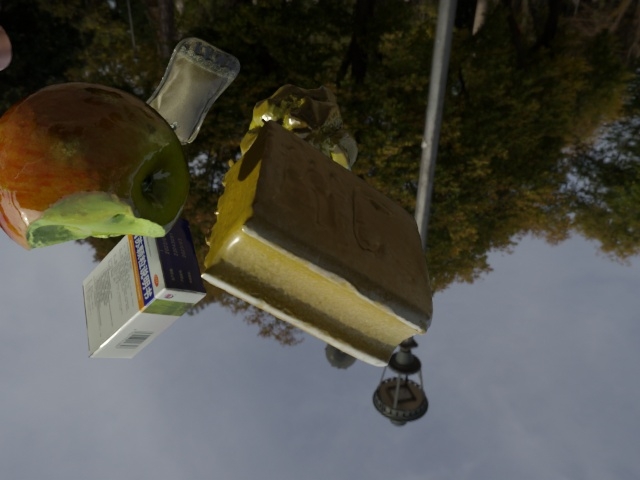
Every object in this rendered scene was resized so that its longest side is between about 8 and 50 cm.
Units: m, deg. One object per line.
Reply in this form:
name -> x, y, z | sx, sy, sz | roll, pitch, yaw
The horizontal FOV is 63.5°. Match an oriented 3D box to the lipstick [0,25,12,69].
lipstick -> -0.581, -0.253, 0.706 | 0.087, 0.087, 0.326 | 8, -153, 11

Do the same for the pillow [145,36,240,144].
pillow -> -0.249, -0.270, 0.956 | 0.130, 0.217, 0.033 | 14, -141, -46

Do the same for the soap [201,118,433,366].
soap -> 0.000, 0.000, 0.812 | 0.335, 0.156, 0.293 | 32, -149, -20

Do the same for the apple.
apple -> -0.302, -0.084, 0.699 | 0.227, 0.246, 0.246 | 14, -151, 10

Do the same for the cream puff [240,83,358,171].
cream puff -> -0.066, -0.284, 1.492 | 0.379, 0.377, 0.275 | 8, 177, 13

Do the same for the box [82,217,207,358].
box -> -0.396, 0.104, 1.133 | 0.107, 0.299, 0.199 | 18, -138, -48
